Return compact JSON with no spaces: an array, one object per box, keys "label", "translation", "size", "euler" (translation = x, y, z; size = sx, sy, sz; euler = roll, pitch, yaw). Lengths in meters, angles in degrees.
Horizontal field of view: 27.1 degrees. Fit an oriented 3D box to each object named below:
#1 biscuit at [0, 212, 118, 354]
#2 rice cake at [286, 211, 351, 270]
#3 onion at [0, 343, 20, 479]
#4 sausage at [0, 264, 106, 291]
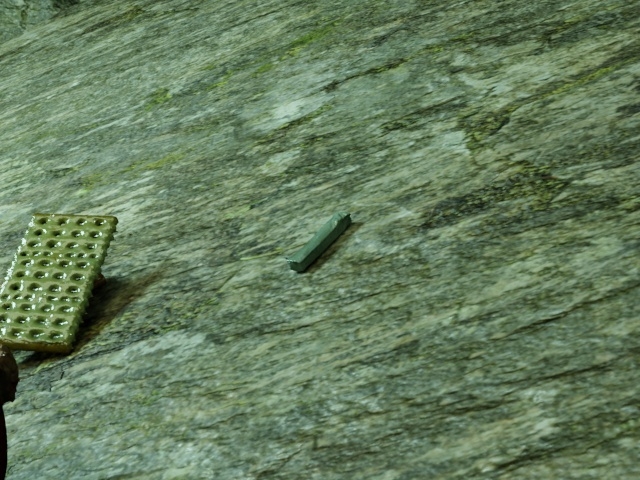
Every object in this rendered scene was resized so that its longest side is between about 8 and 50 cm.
[{"label":"biscuit","translation":[-0.356,0.051,1.759],"size":[0.139,0.016,0.231],"euler":[2,49,15]},{"label":"rice cake","translation":[0.000,0.000,1.662],"size":[0.022,0.021,0.121],"euler":[9,37,35]},{"label":"onion","translation":[-0.453,0.190,1.284],"size":[0.341,0.341,0.341],"euler":[-20,23,9]},{"label":"sausage","translation":[-0.408,0.084,1.798],"size":[0.234,0.071,0.071],"euler":[-30,24,-15]}]
